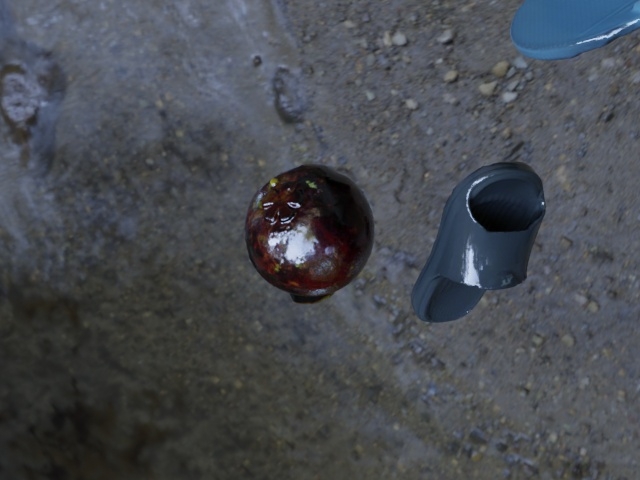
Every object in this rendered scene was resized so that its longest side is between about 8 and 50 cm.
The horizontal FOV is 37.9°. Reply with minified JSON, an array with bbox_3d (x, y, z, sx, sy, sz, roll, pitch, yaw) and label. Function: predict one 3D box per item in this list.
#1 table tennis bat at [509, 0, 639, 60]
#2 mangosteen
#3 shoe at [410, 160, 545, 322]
[{"bbox_3d":[0.320,-0.257,0.989,0.215,0.329,0.044,-34,113,2],"label":"table tennis bat"},{"bbox_3d":[-0.008,-0.001,1.142,0.172,0.172,0.184,6,137,25],"label":"mangosteen"},{"bbox_3d":[0.177,0.025,0.991,0.241,0.108,0.093,110,145,-44],"label":"shoe"}]
